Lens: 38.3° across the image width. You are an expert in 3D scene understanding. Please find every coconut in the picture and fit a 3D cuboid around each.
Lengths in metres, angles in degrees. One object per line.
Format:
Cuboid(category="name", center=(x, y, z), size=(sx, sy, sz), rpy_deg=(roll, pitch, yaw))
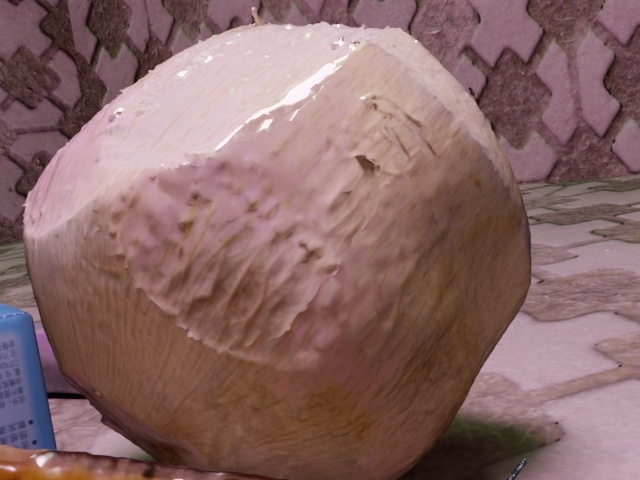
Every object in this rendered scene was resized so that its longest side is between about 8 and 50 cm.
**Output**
Cuboid(category="coconut", center=(-0.036, 0.022, 0.566), size=(0.254, 0.297, 0.297), rpy_deg=(-42, 21, -22))

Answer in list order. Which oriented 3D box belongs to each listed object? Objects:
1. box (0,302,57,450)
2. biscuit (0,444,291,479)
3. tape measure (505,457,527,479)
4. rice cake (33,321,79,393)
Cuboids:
Cuboid(category="box", center=(-0.270, 0.129, 0.511), size=(0.232, 0.143, 0.083), rpy_deg=(-13, 8, -32))
Cuboid(category="biscuit", center=(-0.166, 0.105, 0.349), size=(0.378, 0.054, 0.094), rpy_deg=(14, -30, -19))
Cuboid(category="tape measure", center=(0.053, 0.164, 0.322), size=(0.107, 0.104, 0.180), rpy_deg=(-43, -6, -38))
Cuboid(category="rice cake", center=(-0.167, 0.111, 0.859), size=(0.365, 0.073, 0.056), rpy_deg=(-2, 7, 26))
